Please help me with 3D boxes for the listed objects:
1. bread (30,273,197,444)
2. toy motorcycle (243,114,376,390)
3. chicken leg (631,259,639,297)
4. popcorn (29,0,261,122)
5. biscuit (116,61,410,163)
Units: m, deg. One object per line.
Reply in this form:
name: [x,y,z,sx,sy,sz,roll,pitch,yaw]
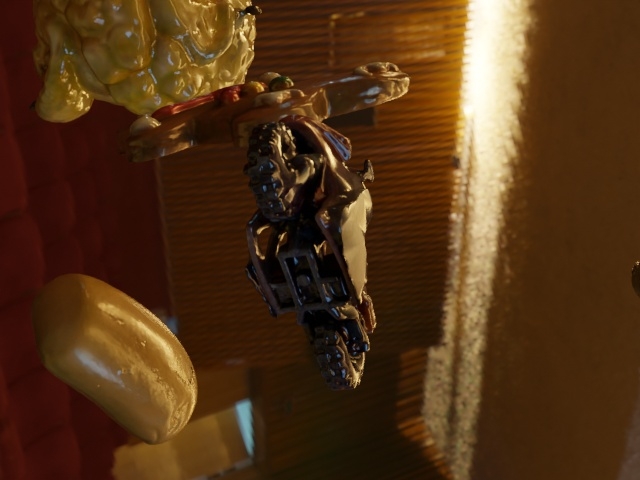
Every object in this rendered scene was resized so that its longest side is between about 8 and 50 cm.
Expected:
bread: [-0.214,0.121,1.173,0.217,0.098,0.147,49,8,-41]
toy motorcycle: [0.000,0.000,0.763,0.118,0.084,0.212,-73,150,-54]
chicken leg: [0.456,0.085,1.328,0.178,0.070,0.093,56,-16,26]
popcorn: [-0.276,-0.299,1.571,0.381,0.349,0.349,-28,-104,24]
biscuit: [-0.090,-0.126,1.052,0.339,0.216,0.047,2,-70,53]
